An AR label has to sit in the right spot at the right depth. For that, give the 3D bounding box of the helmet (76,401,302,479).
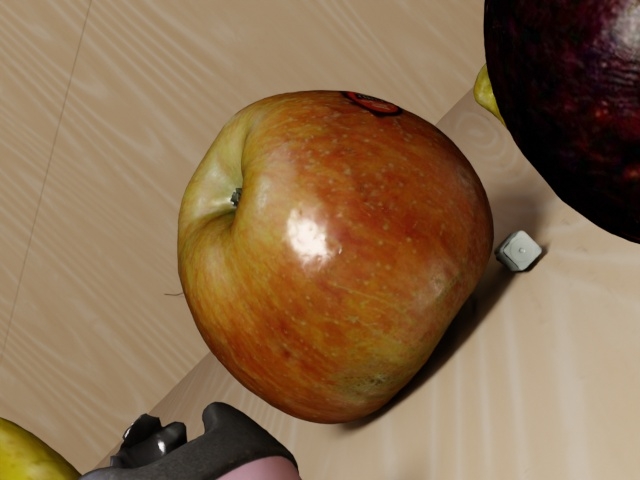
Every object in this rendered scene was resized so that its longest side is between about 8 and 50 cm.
[{"bbox_3d":[-0.083,0.215,0.765,0.198,0.154,0.253,-25,-39,-42],"label":"helmet"}]

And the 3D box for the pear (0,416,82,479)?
[{"bbox_3d":[-0.310,0.239,0.828,0.340,0.191,0.386,-7,-44,-55],"label":"pear"}]

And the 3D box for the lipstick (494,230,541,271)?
[{"bbox_3d":[0.159,0.010,1.107,0.025,0.025,0.107,-45,-1,-2],"label":"lipstick"}]

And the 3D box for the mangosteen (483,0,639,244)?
[{"bbox_3d":[0.191,-0.116,0.665,0.228,0.228,0.265,-44,14,20],"label":"mangosteen"}]

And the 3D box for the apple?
[{"bbox_3d":[0.000,0.000,1.136,0.277,0.250,0.309,-54,5,-7],"label":"apple"}]

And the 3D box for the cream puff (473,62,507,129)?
[{"bbox_3d":[0.245,-0.202,1.190,0.282,0.185,0.282,-49,7,8],"label":"cream puff"}]
